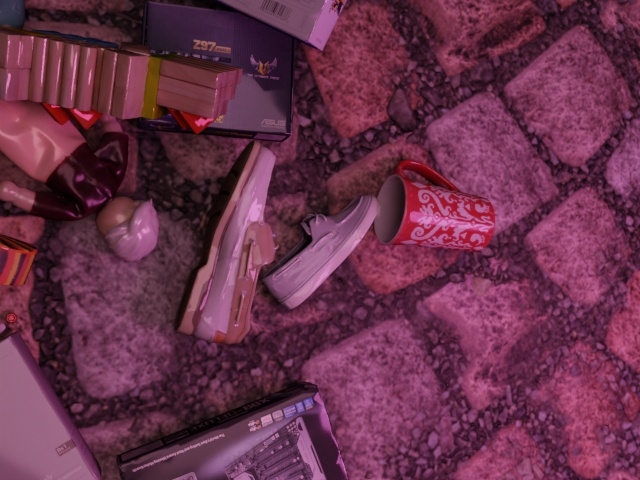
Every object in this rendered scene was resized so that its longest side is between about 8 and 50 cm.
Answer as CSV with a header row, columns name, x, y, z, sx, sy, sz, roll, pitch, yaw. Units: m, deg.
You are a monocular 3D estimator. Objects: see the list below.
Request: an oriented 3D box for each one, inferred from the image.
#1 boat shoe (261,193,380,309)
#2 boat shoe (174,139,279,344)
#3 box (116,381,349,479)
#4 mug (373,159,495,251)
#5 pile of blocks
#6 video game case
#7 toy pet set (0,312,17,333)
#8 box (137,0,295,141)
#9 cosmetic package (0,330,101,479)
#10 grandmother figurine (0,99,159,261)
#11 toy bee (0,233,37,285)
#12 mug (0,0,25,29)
name,x,y,z,sx,sy,sz,roll,pitch,yaw
boat shoe,-0.001,0.000,1.202,0.081,0.079,0.227,45,78,-14
boat shoe,-0.119,0.006,1.154,0.103,0.113,0.302,20,90,-16
box,-0.114,0.375,1.137,0.307,0.076,0.243,-18,91,-18
mug,0.188,-0.055,1.253,0.169,0.113,0.150,9,85,-20
pile of blocks,-0.291,-0.209,1.055,0.362,0.149,0.113,8,109,-13
video game case,-0.059,-0.438,1.118,0.269,0.061,0.244,30,100,22
toy pet set,-0.493,0.102,1.044,0.122,0.065,0.114,45,74,-9
box,-0.157,-0.253,1.183,0.232,0.059,0.184,4,83,-17
cosmetic package,-0.406,0.253,1.041,0.127,0.107,0.238,-32,99,-14
grandmother figurine,-0.356,-0.110,1.091,0.342,0.104,0.208,48,70,-12
toy bee,-0.517,0.002,0.972,0.298,0.162,0.195,0,99,-15
mug,-0.467,-0.318,1.037,0.129,0.158,0.098,-4,90,-3
